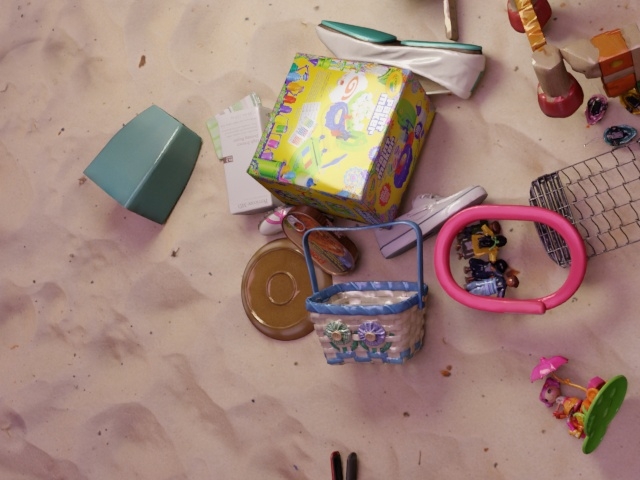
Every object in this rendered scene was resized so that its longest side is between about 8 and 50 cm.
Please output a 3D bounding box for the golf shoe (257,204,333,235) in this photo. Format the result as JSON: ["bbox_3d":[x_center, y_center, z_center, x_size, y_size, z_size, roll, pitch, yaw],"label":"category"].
[{"bbox_3d":[-0.057,-0.044,2.015,0.186,0.067,0.086,-25,75,22],"label":"golf shoe"}]

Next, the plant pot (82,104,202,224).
[{"bbox_3d":[-0.407,-0.192,2.158,0.166,0.165,0.234,38,93,25],"label":"plant pot"}]

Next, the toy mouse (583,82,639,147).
[{"bbox_3d":[0.564,-0.233,1.749,0.161,0.031,0.143,43,103,24],"label":"toy mouse"}]

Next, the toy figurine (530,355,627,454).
[{"bbox_3d":[0.472,0.293,1.710,0.159,0.130,0.173,31,123,39],"label":"toy figurine"}]

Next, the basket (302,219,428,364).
[{"bbox_3d":[0.100,0.107,1.839,0.255,0.201,0.288,-5,96,27],"label":"basket"}]

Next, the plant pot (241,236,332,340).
[{"bbox_3d":[-0.085,0.108,2.032,0.236,0.032,0.236,-4,82,26],"label":"plant pot"}]

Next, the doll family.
[{"bbox_3d":[0.336,0.040,1.812,0.111,0.076,0.192,-14,83,20],"label":"doll family"}]

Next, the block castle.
[{"bbox_3d":[0.588,-0.433,1.663,0.453,0.213,0.303,-20,61,17],"label":"block castle"}]

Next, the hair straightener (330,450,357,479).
[{"bbox_3d":[0.070,0.561,1.894,0.089,0.047,0.230,-5,82,26],"label":"hair straightener"}]

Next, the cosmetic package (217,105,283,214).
[{"bbox_3d":[-0.155,-0.180,2.058,0.117,0.085,0.231,-11,84,27],"label":"cosmetic package"}]

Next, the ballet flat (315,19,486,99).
[{"bbox_3d":[0.155,-0.381,1.927,0.400,0.139,0.139,17,92,26],"label":"ballet flat"}]

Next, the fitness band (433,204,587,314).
[{"bbox_3d":[0.363,0.035,1.734,0.291,0.054,0.208,3,91,24],"label":"fitness band"}]

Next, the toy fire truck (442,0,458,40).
[{"bbox_3d":[0.199,-0.540,1.877,0.246,0.217,0.158,42,132,19],"label":"toy fire truck"}]

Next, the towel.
[{"bbox_3d":[-0.199,-0.271,2.136,0.152,0.023,0.113,-26,73,22],"label":"towel"}]

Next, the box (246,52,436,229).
[{"bbox_3d":[0.047,-0.210,1.883,0.279,0.177,0.289,16,78,30],"label":"box"}]

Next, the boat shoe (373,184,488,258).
[{"bbox_3d":[0.220,-0.056,1.864,0.258,0.095,0.084,-31,76,19],"label":"boat shoe"}]

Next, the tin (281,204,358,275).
[{"bbox_3d":[0.000,0.000,1.943,0.190,0.040,0.106,43,135,-10],"label":"tin"}]

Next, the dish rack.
[{"bbox_3d":[0.544,-0.068,1.721,0.272,0.074,0.208,-22,74,24],"label":"dish rack"}]
